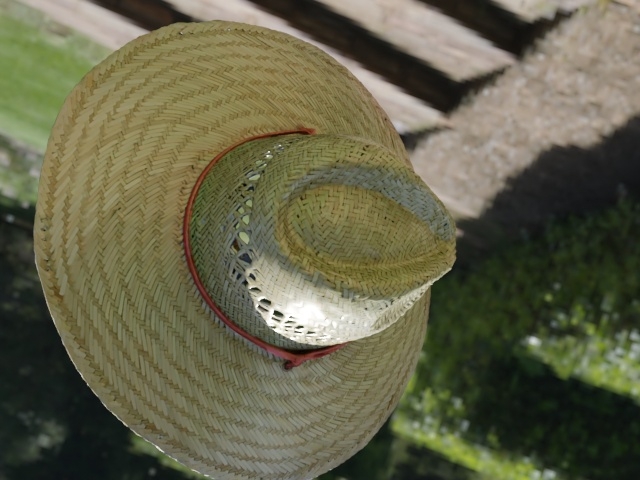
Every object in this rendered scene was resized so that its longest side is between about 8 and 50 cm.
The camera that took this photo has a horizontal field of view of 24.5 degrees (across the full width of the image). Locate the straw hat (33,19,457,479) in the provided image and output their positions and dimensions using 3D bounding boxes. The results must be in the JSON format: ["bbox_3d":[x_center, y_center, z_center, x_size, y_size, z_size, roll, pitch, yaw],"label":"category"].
[{"bbox_3d":[0.000,0.000,0.401,0.144,0.145,0.061,24,158,-36],"label":"straw hat"}]
